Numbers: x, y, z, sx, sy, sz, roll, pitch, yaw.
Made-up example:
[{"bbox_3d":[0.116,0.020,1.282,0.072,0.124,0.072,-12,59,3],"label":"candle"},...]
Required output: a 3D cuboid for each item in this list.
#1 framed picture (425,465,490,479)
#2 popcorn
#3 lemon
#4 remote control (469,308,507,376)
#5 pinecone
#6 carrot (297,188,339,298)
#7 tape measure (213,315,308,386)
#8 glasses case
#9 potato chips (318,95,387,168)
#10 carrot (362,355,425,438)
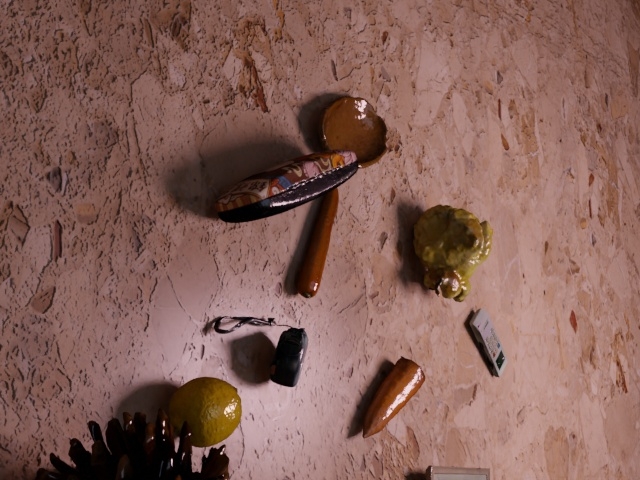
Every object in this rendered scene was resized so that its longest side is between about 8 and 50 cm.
[{"bbox_3d":[0.296,0.588,1.926,0.289,0.016,0.213,21,66,-53],"label":"framed picture"},{"bbox_3d":[0.271,0.023,1.947,0.168,0.173,0.195,24,89,-4],"label":"popcorn"},{"bbox_3d":[-0.180,0.265,1.406,0.133,0.109,0.109,-27,103,-42],"label":"lemon"},{"bbox_3d":[0.393,0.239,2.127,0.065,0.029,0.166,-53,125,-42],"label":"remote control"},{"bbox_3d":[-0.229,0.328,1.153,0.264,0.264,0.264,12,73,-47],"label":"pinecone"},{"bbox_3d":[0.000,0.000,1.717,0.043,0.043,0.247,39,54,-37],"label":"carrot"},{"bbox_3d":[-0.107,0.186,1.565,0.180,0.104,0.107,13,96,-13],"label":"tape measure"},{"bbox_3d":[-0.054,-0.099,1.613,0.321,0.122,0.082,-27,104,-48],"label":"glasses case"},{"bbox_3d":[0.060,-0.214,1.822,0.202,0.049,0.150,-37,105,-44],"label":"potato chips"},{"bbox_3d":[0.136,0.319,1.790,0.205,0.072,0.072,-49,118,-40],"label":"carrot"}]
